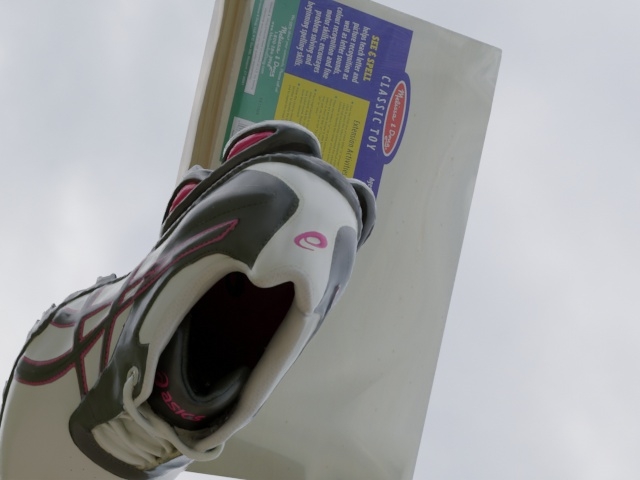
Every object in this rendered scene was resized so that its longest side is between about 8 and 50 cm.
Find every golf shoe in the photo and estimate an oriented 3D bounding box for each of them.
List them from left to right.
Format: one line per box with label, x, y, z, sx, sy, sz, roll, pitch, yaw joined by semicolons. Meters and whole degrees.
golf shoe;-0.082;0.064;0.775;0.105;0.120;0.273;32;-64;-13

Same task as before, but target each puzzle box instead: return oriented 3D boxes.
puzzle box;0.000;0.000;1.354;0.052;0.272;0.409;8;-96;54
